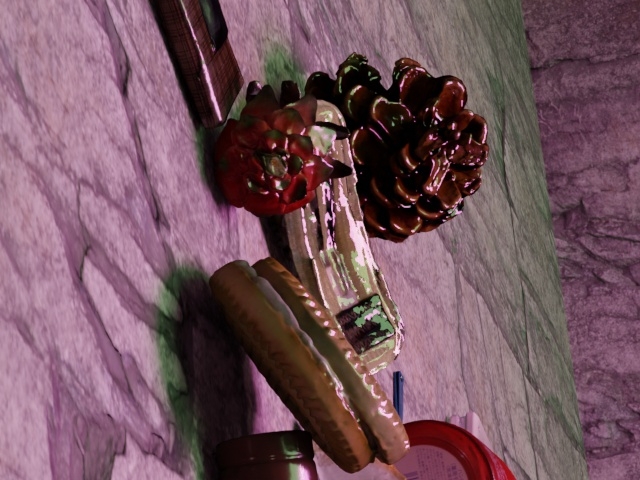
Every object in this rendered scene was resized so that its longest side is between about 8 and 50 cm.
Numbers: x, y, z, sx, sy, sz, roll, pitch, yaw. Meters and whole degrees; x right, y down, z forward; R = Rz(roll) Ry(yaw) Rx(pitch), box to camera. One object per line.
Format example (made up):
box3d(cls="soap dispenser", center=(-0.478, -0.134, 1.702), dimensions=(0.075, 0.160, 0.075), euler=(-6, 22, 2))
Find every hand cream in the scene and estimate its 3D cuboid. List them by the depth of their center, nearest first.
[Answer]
box3d(cls="hand cream", center=(0.138, 0.316, 2.013), dimensions=(0.125, 0.193, 0.193), euler=(48, 33, -59))

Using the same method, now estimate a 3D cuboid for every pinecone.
box3d(cls="pinecone", center=(0.088, -0.107, 2.064), dimensions=(0.243, 0.257, 0.243), euler=(-25, 126, -39))

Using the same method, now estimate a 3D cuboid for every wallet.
box3d(cls="wallet", center=(-0.134, -0.240, 1.749), dimensions=(0.124, 0.042, 0.230), euler=(-68, 141, -60))

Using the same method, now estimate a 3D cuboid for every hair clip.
box3d(cls="hair clip", center=(-0.001, 0.001, 1.941), dimensions=(0.138, 0.091, 0.321), euler=(-27, 106, -50))

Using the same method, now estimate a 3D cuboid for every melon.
box3d(cls="melon", center=(0.030, 0.251, 1.871), dimensions=(0.139, 0.093, 0.202), euler=(55, -2, -1))

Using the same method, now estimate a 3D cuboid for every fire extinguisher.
box3d(cls="fire extinguisher", center=(-0.035, 0.348, 1.547), dimensions=(0.141, 0.105, 0.341), euler=(16, 62, -56))

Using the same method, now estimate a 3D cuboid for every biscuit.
box3d(cls="biscuit", center=(-0.011, 0.121, 1.644), dimensions=(0.259, 0.079, 0.259), euler=(52, -9, 11))

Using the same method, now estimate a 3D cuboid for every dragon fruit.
box3d(cls="dragon fruit", center=(-0.049, -0.092, 1.784), dimensions=(0.142, 0.121, 0.130), euler=(-34, 126, -40))

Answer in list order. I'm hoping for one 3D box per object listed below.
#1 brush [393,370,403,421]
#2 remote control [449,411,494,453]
box3d(cls="brush", center=(0.107, 0.244, 2.293), dimensions=(0.051, 0.014, 0.164), euler=(64, 20, -45))
box3d(cls="remote control", center=(0.256, 0.401, 2.627), dimensions=(0.103, 0.055, 0.277), euler=(-82, 154, -52))
